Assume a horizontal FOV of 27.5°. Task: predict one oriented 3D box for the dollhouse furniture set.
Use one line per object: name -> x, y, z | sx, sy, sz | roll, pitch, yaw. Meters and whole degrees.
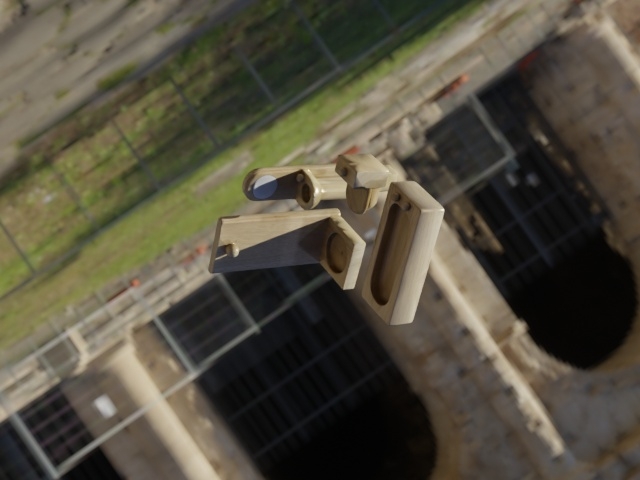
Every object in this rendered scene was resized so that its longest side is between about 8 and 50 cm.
dollhouse furniture set -> 0.000, 0.000, 1.122 | 0.123, 0.151, 0.144 | -5, 124, -30
